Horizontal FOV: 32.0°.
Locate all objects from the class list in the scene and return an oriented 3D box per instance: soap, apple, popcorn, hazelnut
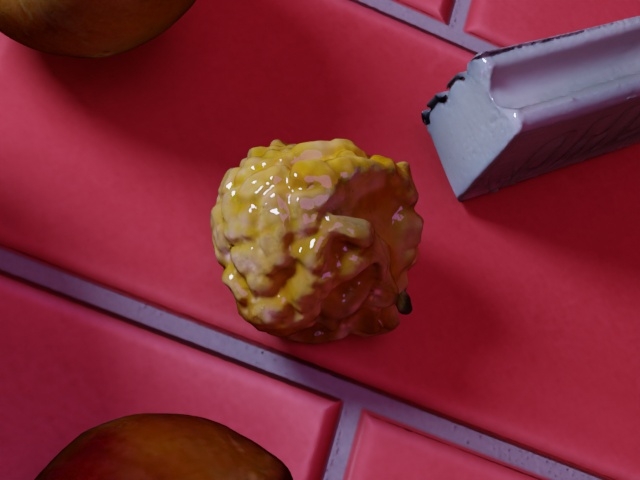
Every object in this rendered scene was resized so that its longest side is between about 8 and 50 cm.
[{"bbox_3d":[0.232,-0.127,1.025,0.262,0.150,0.094,-17,77,-25],"label":"soap"},{"bbox_3d":[-0.187,-0.264,0.898,0.237,0.237,0.207,47,36,7],"label":"apple"},{"bbox_3d":[0.000,0.000,0.892,0.180,0.180,0.170,-20,45,-26],"label":"popcorn"},{"bbox_3d":[-0.099,0.203,0.718,0.208,0.208,0.208,8,63,-16],"label":"hazelnut"}]
